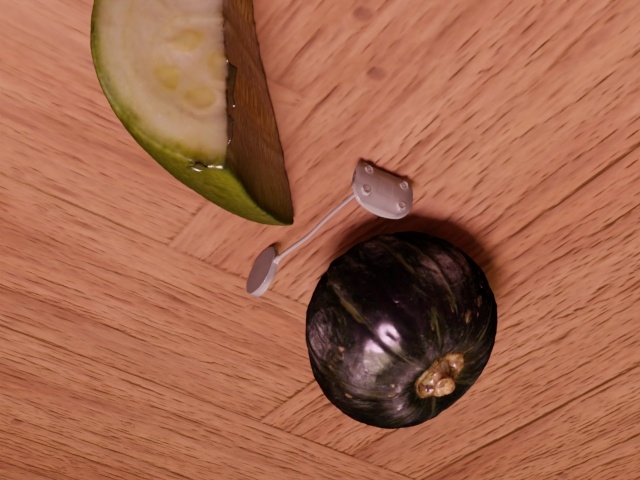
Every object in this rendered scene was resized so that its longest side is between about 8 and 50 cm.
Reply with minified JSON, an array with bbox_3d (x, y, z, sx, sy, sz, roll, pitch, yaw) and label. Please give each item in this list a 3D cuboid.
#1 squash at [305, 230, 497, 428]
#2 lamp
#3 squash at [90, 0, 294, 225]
[{"bbox_3d":[0.072,0.082,0.919,0.156,0.193,0.193,39,146,19],"label":"squash"},{"bbox_3d":[0.000,0.000,0.916,0.056,0.050,0.198,27,137,-24],"label":"lamp"},{"bbox_3d":[-0.092,-0.118,0.796,0.111,0.203,0.288,-2,176,7],"label":"squash"}]
